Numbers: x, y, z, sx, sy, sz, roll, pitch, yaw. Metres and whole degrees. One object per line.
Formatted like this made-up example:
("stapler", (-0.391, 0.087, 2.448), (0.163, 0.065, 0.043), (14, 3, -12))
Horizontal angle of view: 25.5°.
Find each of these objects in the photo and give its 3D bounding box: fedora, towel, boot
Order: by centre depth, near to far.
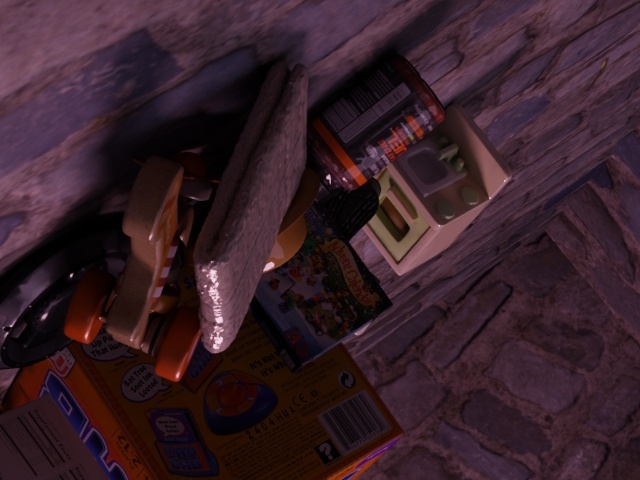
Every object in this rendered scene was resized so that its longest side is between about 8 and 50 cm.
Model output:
("towel", (-0.074, -0.040, 1.515), (0.187, 0.049, 0.282), (90, 18, -57))
("fedora", (-0.079, -0.013, 1.693), (0.194, 0.079, 0.194), (-20, -149, 12))
("boot", (0.000, 0.000, 2.137), (0.246, 0.083, 0.161), (-41, 180, 4))

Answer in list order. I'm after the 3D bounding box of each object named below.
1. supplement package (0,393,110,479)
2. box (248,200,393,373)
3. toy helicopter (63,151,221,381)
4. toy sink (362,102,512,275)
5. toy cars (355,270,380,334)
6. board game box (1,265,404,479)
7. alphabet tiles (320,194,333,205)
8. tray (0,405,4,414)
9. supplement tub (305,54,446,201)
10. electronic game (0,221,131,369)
("supplement package", (-0.407, 0.349, 1.691), (0.199, 0.198, 0.262), (-46, 165, 34))
("box", (-0.036, 0.034, 1.845), (0.159, 0.233, 0.044), (-32, 171, -28))
("toy helicopter", (-0.163, -0.010, 1.472), (0.355, 0.140, 0.235), (109, 4, -71))
("toy sink", (0.163, -0.077, 2.215), (0.131, 0.153, 0.234), (-28, 166, -36))
("toy cars", (-0.023, 0.125, 2.155), (0.393, 0.087, 0.176), (-26, -150, 44))
("board game box", (-0.181, 0.265, 1.959), (0.356, 0.356, 0.356), (-24, 163, -37))
("alphabet tiles", (-0.102, 0.031, 2.174), (0.278, 0.021, 0.284), (-32, 168, -24))
("tray", (-0.490, 0.250, 1.741), (0.203, 0.076, 0.411), (-34, 167, -16))
("supplement tub", (0.052, -0.135, 1.770), (0.198, 0.106, 0.106), (-38, 169, 4))
("electronic game", (-0.303, 0.065, 1.630), (0.229, 0.048, 0.229), (-40, 163, -15))
